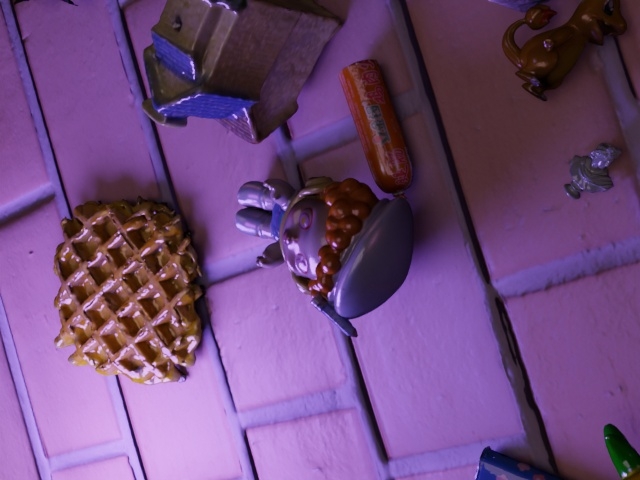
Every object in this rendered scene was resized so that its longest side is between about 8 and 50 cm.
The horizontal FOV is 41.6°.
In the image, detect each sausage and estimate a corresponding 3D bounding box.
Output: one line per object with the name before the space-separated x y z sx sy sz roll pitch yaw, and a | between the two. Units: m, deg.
sausage | 0.097 -0.174 1.368 0.071 0.071 0.234 -22 84 30

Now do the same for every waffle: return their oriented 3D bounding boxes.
waffle | -0.393 0.099 1.682 0.382 0.095 0.380 4 95 28

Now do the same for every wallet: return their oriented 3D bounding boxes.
wallet | 0.332 0.422 1.304 0.202 0.059 0.141 18 106 27

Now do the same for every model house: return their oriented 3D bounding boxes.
model house | -0.173 -0.320 1.381 0.261 0.321 0.266 37 114 29

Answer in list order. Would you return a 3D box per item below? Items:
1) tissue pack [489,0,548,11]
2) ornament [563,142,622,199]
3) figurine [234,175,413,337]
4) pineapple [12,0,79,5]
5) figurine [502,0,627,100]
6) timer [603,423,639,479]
tissue pack | 0.269 -0.434 1.194 0.092 0.148 0.196 -20 85 33
ornament | 0.394 -0.101 1.221 0.068 0.041 0.092 24 117 32
figurine | 0.005 -0.031 1.394 0.382 0.205 0.225 40 119 42
pineapple | -0.495 -0.544 1.645 0.364 0.165 0.166 -11 90 40
figurine | 0.342 -0.297 1.201 0.176 0.121 0.122 -37 65 10
timer | 0.455 0.364 1.119 0.285 0.285 0.285 4 97 30
